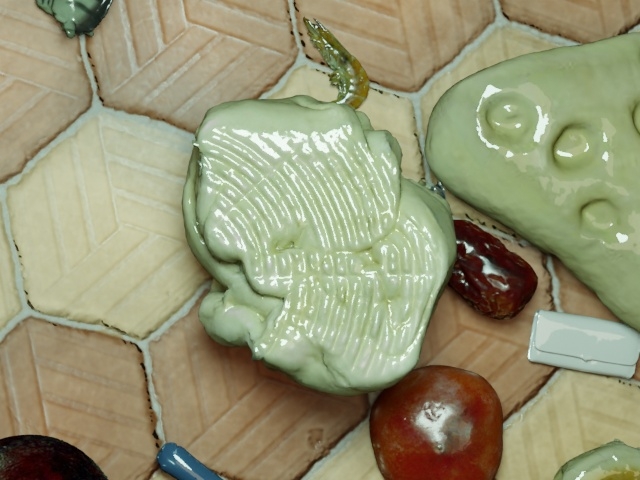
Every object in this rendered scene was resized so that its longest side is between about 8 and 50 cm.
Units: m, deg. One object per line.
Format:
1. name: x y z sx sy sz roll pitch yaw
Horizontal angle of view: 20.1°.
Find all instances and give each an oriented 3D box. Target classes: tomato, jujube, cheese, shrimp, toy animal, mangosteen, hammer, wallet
1. tomato: 0.130 0.208 1.930 0.156 0.069 0.155 1 86 -9
2. jujube: 0.172 0.030 1.946 0.129 0.077 0.077 39 81 0
3. cheese: 0.280 -0.049 1.941 0.328 0.129 0.351 -4 86 -13
4. shrimp: -0.001 -0.184 1.952 0.083 0.023 0.114 -36 97 -8
5. toy animal: -0.203 -0.318 1.900 0.217 0.073 0.176 -17 96 -16
6. mangosteen: -0.295 0.297 1.769 0.216 0.216 0.216 1 87 -10
7. hammer: -0.088 0.274 1.891 0.194 0.069 0.116 36 82 -2
8. wallet: 0.291 0.114 1.988 0.122 0.025 0.061 10 92 -10

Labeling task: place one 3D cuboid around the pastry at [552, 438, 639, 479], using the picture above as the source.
1. pastry: 0.316 0.298 1.951 0.166 0.088 0.166 0 89 -8

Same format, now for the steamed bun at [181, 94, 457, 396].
1. steamed bun: 0.000 0.000 1.853 0.275 0.206 0.320 -15 90 4
